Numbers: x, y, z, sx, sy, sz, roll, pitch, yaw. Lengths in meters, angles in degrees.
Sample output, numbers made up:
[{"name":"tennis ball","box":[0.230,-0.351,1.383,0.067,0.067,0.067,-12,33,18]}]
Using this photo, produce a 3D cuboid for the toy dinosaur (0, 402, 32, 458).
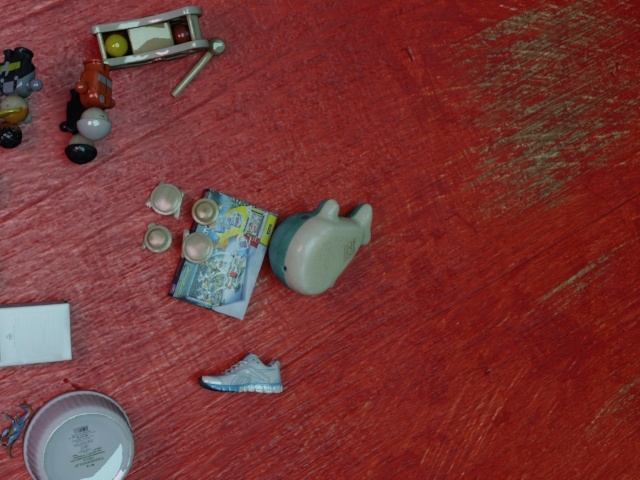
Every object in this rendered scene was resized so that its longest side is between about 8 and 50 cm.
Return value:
[{"name":"toy dinosaur","box":[-0.576,0.350,1.646,0.082,0.047,0.090,-39,141,-28]}]

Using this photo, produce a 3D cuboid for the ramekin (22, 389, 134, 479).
[{"name":"ramekin","box":[-0.452,0.396,1.656,0.207,0.109,0.207,-1,93,-25]}]

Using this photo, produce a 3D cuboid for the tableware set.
[{"name":"tableware set","box":[-0.276,-0.033,1.735,0.169,0.020,0.141,17,85,3]}]

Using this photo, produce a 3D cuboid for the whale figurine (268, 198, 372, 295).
[{"name":"whale figurine","box":[0.000,0.000,1.851,0.272,0.141,0.216,-32,134,-41]}]

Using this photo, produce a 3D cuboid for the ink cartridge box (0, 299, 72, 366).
[{"name":"ink cartridge box","box":[-0.572,0.173,1.614,0.209,0.062,0.109,-3,94,-25]}]

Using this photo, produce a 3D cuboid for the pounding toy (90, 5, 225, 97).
[{"name":"pounding toy","box":[-0.293,-0.355,1.671,0.269,0.154,0.154,-16,99,-23]}]

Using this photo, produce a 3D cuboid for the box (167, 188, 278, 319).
[{"name":"box","box":[-0.199,0.029,1.792,0.159,0.044,0.233,21,83,-24]}]

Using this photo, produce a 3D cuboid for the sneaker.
[{"name":"sneaker","box":[-0.166,0.275,1.814,0.191,0.071,0.083,5,84,-34]}]

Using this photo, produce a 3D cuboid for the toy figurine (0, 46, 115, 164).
[{"name":"toy figurine","box":[-0.481,-0.233,1.556,0.210,0.213,0.148,5,76,-26]}]
